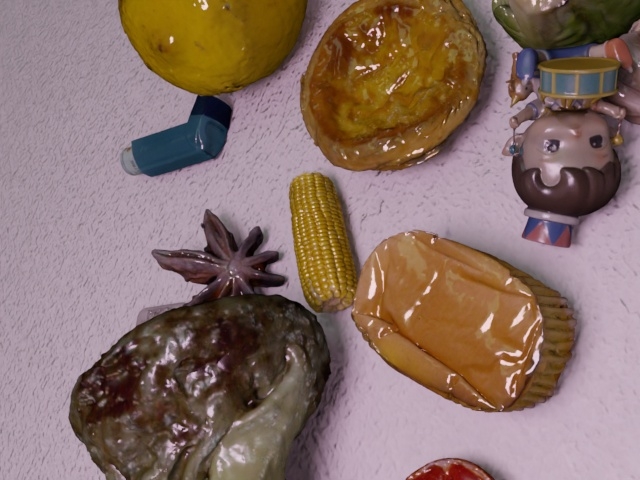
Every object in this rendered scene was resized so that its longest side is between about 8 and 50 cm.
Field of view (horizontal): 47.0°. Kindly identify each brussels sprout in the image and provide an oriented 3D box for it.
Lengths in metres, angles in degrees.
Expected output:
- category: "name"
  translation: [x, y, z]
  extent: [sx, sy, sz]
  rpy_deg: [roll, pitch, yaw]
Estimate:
- category: "brussels sprout"
  translation: [0.351, -0.357, 1.018]
  extent: [0.244, 0.244, 0.244]
  rpy_deg: [-14, 64, 30]

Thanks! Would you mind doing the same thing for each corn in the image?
- category: "corn"
  translation: [0.000, 0.000, 1.212]
  extent: [0.093, 0.093, 0.244]
  rpy_deg: [-26, 59, 24]

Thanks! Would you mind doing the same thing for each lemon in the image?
- category: "lemon"
  translation: [-0.193, -0.458, 1.383]
  extent: [0.350, 0.350, 0.387]
  rpy_deg: [-4, 37, 33]

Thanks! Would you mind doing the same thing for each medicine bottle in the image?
- category: "medicine bottle"
  translation: [-0.298, -0.204, 1.508]
  extent: [0.258, 0.079, 0.124]
  rpy_deg: [-14, 67, 30]

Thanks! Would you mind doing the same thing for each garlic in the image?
- category: "garlic"
  translation: [0.450, -0.196, 0.975]
  extent: [0.127, 0.131, 0.194]
  rpy_deg: [-24, 65, 4]

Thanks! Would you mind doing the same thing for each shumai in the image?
- category: "shumai"
  translation: [-0.144, 0.300, 1.025]
  extent: [0.395, 0.395, 0.348]
  rpy_deg: [-34, 54, 19]

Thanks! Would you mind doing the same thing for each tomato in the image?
- category: "tomato"
  translation: [0.180, 0.361, 0.955]
  extent: [0.156, 0.069, 0.155]
  rpy_deg: [-15, 64, 33]

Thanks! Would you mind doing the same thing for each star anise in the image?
- category: "star anise"
  translation: [-0.168, 0.061, 1.292]
  extent: [0.198, 0.110, 0.257]
  rpy_deg: [-37, 68, -13]

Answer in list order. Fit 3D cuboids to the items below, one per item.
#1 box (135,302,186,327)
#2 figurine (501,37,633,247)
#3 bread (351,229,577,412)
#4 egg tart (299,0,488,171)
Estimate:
- category: "box"
  translation: [-0.301, 0.257, 1.346]
  extent: [0.142, 0.044, 0.285]
  rpy_deg: [-10, 66, 34]
- category: "figurine"
  translation: [0.325, -0.123, 0.972]
  extent: [0.161, 0.275, 0.158]
  rpy_deg: [-6, 24, 7]
- category: "bread"
  translation: [0.193, 0.111, 1.001]
  extent: [0.288, 0.156, 0.204]
  rpy_deg: [18, 90, 35]
- category: "egg tart"
  translation: [0.124, -0.252, 1.208]
  extent: [0.341, 0.129, 0.341]
  rpy_deg: [-13, 64, 28]
